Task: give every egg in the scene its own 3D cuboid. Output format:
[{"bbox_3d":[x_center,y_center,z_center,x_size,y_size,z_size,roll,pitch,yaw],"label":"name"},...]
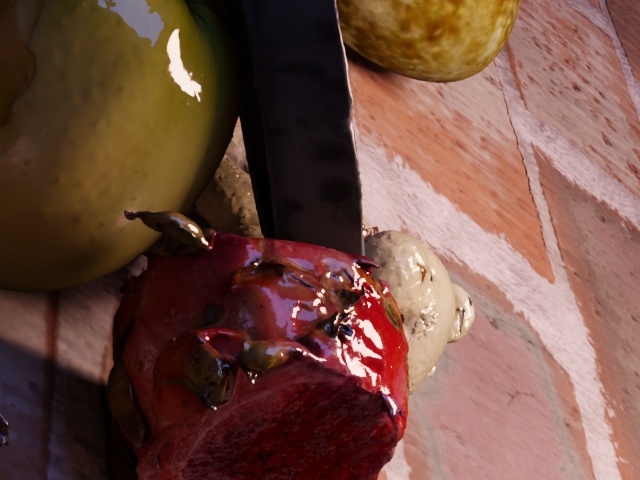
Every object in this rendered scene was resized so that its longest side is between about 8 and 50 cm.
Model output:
[{"bbox_3d":[0.093,-0.294,1.932,0.289,0.238,0.238,57,24,-13],"label":"egg"}]

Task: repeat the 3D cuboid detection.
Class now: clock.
[{"bbox_3d":[-0.024,-0.117,1.343,0.325,0.067,0.325,171,-90,-86],"label":"clock"}]

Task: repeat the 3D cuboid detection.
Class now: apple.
[{"bbox_3d":[-0.182,-0.103,1.247,0.279,0.279,0.279,38,29,-25],"label":"apple"}]

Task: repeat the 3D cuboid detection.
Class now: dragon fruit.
[{"bbox_3d":[-0.048,0.101,1.225,0.282,0.211,0.147,52,24,-52],"label":"dragon fruit"}]

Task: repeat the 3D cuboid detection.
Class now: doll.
[{"bbox_3d":[-0.002,0.001,1.529,0.278,0.149,0.175,42,58,10],"label":"doll"}]

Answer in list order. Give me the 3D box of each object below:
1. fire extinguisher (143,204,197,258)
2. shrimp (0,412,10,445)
[{"bbox_3d":[-0.173,-0.063,1.421,0.252,0.106,0.075,56,-12,6],"label":"fire extinguisher"},{"bbox_3d":[-0.286,0.030,1.115,0.254,0.059,0.145,37,19,-17],"label":"shrimp"}]
